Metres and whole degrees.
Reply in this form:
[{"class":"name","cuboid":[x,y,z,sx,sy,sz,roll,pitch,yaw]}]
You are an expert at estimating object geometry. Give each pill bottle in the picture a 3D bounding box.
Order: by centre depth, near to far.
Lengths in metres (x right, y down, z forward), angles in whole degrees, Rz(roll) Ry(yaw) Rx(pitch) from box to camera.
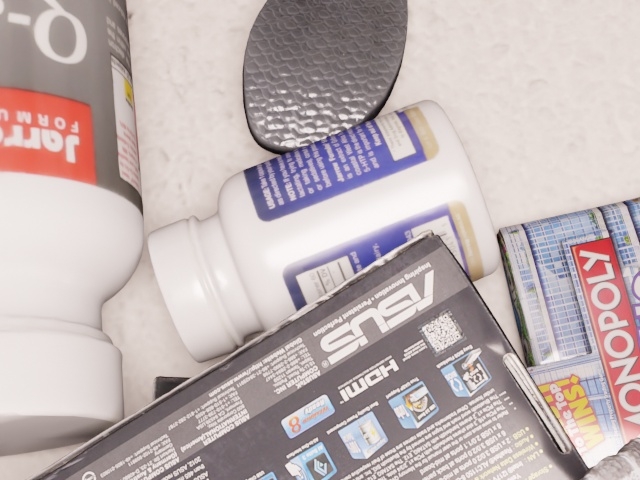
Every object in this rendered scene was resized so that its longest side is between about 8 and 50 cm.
[{"class":"pill bottle","cuboid":[-0.211,-0.064,0.684,0.210,0.210,0.363,-9,74,4]},{"class":"pill bottle","cuboid":[0.000,0.000,0.697,0.186,0.112,0.112,-21,74,0]}]

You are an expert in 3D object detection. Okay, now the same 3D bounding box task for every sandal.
[{"class":"sandal","cuboid":[0.016,-0.162,0.775,0.097,0.054,0.254,14,68,2]}]

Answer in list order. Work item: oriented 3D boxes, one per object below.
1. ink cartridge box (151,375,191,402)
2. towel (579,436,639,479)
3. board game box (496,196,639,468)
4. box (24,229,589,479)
[{"class":"ink cartridge box","cuboid":[-0.011,0.261,0.658,0.175,0.069,0.371,-1,78,6]},{"class":"towel","cuboid":[0.077,0.247,0.442,0.283,0.121,0.235,-37,73,1]},{"class":"board game box","cuboid":[0.173,0.070,0.687,0.194,0.060,0.194,-13,74,2]},{"class":"box","cuboid":[-0.025,0.230,0.579,0.395,0.097,0.318,-32,69,3]}]
